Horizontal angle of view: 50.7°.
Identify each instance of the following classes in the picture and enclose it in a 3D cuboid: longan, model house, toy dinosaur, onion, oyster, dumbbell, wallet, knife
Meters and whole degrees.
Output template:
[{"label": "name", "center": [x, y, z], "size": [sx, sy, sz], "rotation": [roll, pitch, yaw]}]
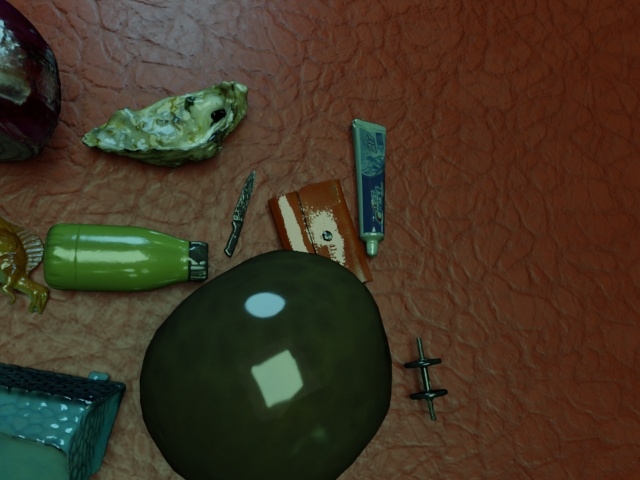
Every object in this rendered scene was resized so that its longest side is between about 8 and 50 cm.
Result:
[{"label": "longan", "center": [-0.078, 0.198, 1.035], "size": [0.404, 0.336, 0.405], "rotation": [-8, 49, 9]}, {"label": "model house", "center": [-0.459, 0.293, 1.035], "size": [0.261, 0.241, 0.226], "rotation": [11, 120, 2]}, {"label": "toy dinosaur", "center": [-0.520, 0.011, 1.124], "size": [0.142, 0.057, 0.212], "rotation": [8, 78, -22]}, {"label": "onion", "center": [-0.569, -0.276, 1.067], "size": [0.336, 0.282, 0.260], "rotation": [9, 74, 4]}, {"label": "oyster", "center": [-0.271, -0.203, 1.212], "size": [0.294, 0.094, 0.166], "rotation": [-6, 61, -3]}, {"label": "dumbbell", "center": [0.189, 0.248, 1.213], "size": [0.069, 0.069, 0.147], "rotation": [-6, 80, -13]}, {"label": "wallet", "center": [0.000, 0.000, 1.237], "size": [0.142, 0.045, 0.204], "rotation": [-17, 83, -14]}, {"label": "knife", "center": [-0.147, -0.051, 1.236], "size": [0.023, 0.010, 0.170], "rotation": [20, 74, -13]}]

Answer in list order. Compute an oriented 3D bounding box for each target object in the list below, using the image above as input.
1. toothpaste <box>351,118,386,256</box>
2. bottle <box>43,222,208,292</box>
[{"label": "toothpaste", "center": [0.096, -0.100, 1.280], "size": [0.069, 0.047, 0.268], "rotation": [-1, 75, 1]}, {"label": "bottle", "center": [-0.318, 0.031, 1.131], "size": [0.260, 0.112, 0.112], "rotation": [2, 78, -12]}]
